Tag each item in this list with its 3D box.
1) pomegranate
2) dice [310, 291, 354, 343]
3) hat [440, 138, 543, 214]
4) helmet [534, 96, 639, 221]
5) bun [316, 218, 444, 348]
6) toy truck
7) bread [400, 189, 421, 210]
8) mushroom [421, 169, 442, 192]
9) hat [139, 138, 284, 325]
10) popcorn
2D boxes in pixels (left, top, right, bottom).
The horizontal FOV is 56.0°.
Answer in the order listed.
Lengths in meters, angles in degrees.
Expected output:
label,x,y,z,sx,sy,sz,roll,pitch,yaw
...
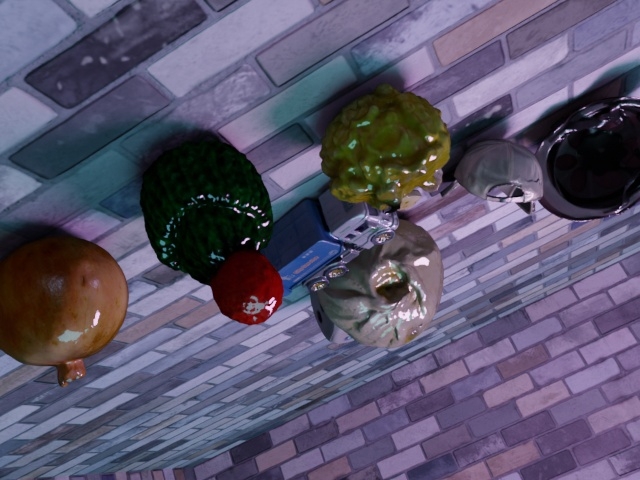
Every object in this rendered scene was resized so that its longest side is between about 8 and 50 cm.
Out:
label,x,y,z,sx,sy,sz,roll,pitch,yaw
pomegranate,-0.485,0.133,1.125,0.252,0.270,0.229,-23,164,16
dice,0.086,0.183,1.792,0.193,0.194,0.192,-16,155,-19
hat,0.424,-0.156,1.460,0.232,0.161,0.275,15,177,5
helmet,0.685,-0.210,1.484,0.338,0.271,0.197,-39,-177,25
bun,0.183,0.115,1.570,0.365,0.365,0.219,-14,-164,-19
toy truck,0.000,0.000,1.418,0.367,0.146,0.175,-37,147,28
bread,0.184,-0.098,1.516,0.153,0.028,0.068,-4,147,-38
mushroom,0.248,-0.180,1.390,0.059,0.054,0.202,-29,150,-2
hat,-0.181,0.010,1.063,0.242,0.332,0.274,-26,152,3
popcorn,0.123,-0.159,1.119,0.249,0.225,0.249,-24,156,-11
